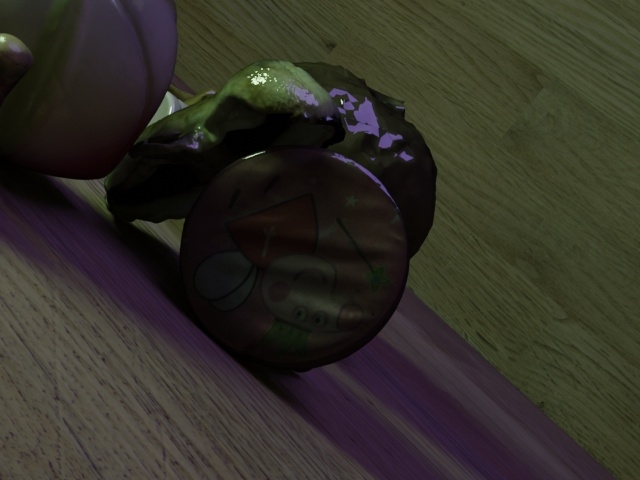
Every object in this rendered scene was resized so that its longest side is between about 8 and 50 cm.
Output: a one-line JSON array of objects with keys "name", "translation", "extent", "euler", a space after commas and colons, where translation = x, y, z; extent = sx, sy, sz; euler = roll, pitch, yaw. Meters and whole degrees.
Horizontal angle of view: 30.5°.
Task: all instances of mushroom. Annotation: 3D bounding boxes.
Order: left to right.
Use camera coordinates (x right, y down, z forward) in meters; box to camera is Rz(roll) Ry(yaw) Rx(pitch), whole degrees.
[{"name": "mushroom", "translation": [-0.132, -0.136, 1.506], "extent": [0.247, 0.344, 0.130], "euler": [3, 66, -47]}]

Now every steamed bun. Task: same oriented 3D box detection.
[{"name": "steamed bun", "translation": [-0.300, -0.200, 1.367], "extent": [0.309, 0.309, 0.309], "euler": [39, 6, -5]}]

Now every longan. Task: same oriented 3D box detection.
[{"name": "longan", "translation": [-0.004, -0.095, 1.845], "extent": [0.391, 0.391, 0.391], "euler": [39, 6, -5]}]

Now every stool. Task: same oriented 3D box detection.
[{"name": "stool", "translation": [-0.030, 0.029, 1.450], "extent": [0.272, 0.272, 0.178], "euler": [40, -6, 6]}]

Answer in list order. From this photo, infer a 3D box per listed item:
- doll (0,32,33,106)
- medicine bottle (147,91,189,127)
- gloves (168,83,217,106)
[{"name": "doll", "translation": [-0.425, -0.202, 1.143], "extent": [0.256, 0.152, 0.196], "euler": [39, 2, 7]}, {"name": "medicine bottle", "translation": [-0.225, -0.153, 2.089], "extent": [0.249, 0.133, 0.133], "euler": [34, 8, -41]}, {"name": "gloves", "translation": [-0.319, -0.266, 2.322], "extent": [0.331, 0.141, 0.154], "euler": [26, -15, -24]}]
